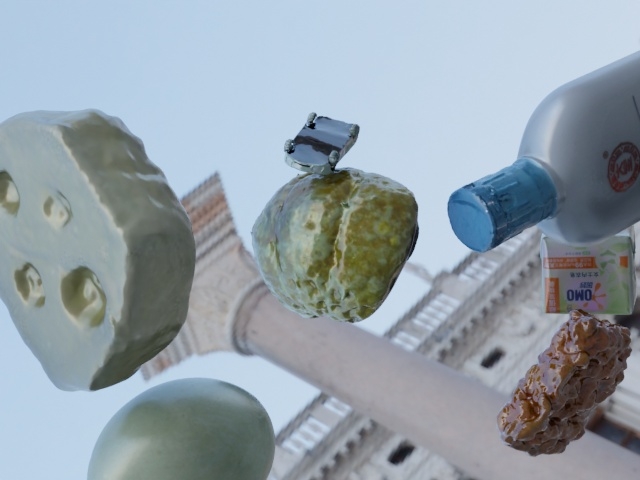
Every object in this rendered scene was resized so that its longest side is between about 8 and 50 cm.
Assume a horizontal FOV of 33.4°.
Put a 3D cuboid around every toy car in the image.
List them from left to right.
[{"bbox_3d":[0.001,-0.163,1.849,0.205,0.095,0.056,-57,-20,-53],"label":"toy car"}]

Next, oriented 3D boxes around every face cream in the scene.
[{"bbox_3d":[0.262,-0.079,1.007,0.337,0.080,0.163,-25,-65,-29],"label":"face cream"}]

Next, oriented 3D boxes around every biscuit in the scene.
[{"bbox_3d":[0.497,0.292,2.130,0.318,0.110,0.312,19,-73,-54],"label":"biscuit"}]

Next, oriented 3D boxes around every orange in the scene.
[{"bbox_3d":[0.000,0.000,1.880,0.210,0.369,0.270,20,-102,-33],"label":"orange"}]

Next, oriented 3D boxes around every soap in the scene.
[{"bbox_3d":[0.584,0.062,2.324,0.138,0.199,0.182,-41,-52,-69],"label":"soap"}]

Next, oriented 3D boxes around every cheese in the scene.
[{"bbox_3d":[-0.275,0.011,1.197,0.115,0.318,0.326,-18,-65,-47],"label":"cheese"}]

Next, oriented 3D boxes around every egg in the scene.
[{"bbox_3d":[-0.164,0.261,1.275,0.253,0.187,0.186,-20,-56,-48],"label":"egg"}]
